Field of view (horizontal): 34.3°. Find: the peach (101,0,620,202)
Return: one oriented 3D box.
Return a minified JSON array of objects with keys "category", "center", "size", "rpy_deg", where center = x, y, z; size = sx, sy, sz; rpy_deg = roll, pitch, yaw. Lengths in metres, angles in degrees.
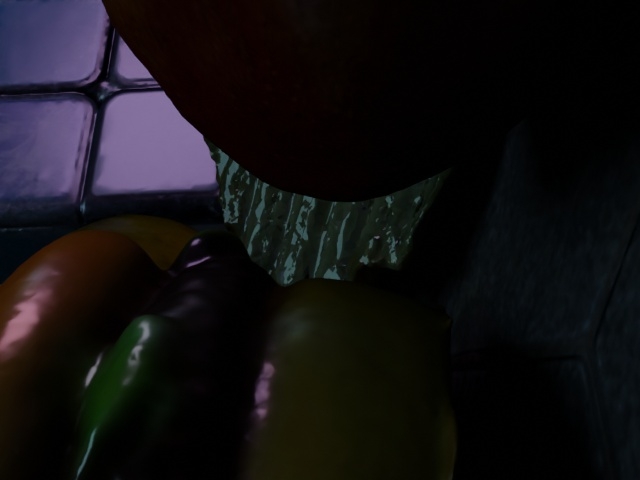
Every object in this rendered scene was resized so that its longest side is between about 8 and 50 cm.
[{"category":"peach","center":[0.022,-0.175,0.523],"size":[0.308,0.308,0.332],"rpy_deg":[-100,19,-57]}]

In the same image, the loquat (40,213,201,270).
[{"category":"loquat","center":[-0.132,0.097,0.832],"size":[0.213,0.246,0.213],"rpy_deg":[-42,-20,-20]}]

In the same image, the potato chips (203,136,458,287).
[{"category":"potato chips","center":[0.008,-0.157,0.806],"size":[0.358,0.070,0.429],"rpy_deg":[4,82,50]}]

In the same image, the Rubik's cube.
[{"category":"Rubik's cube","center":[-0.204,-0.070,1.167],"size":[0.313,0.318,0.316],"rpy_deg":[79,-168,-57]}]

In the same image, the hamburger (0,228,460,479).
[{"category":"hamburger","center":[-0.087,0.181,0.580],"size":[0.396,0.277,0.396],"rpy_deg":[10,-90,-90]}]
